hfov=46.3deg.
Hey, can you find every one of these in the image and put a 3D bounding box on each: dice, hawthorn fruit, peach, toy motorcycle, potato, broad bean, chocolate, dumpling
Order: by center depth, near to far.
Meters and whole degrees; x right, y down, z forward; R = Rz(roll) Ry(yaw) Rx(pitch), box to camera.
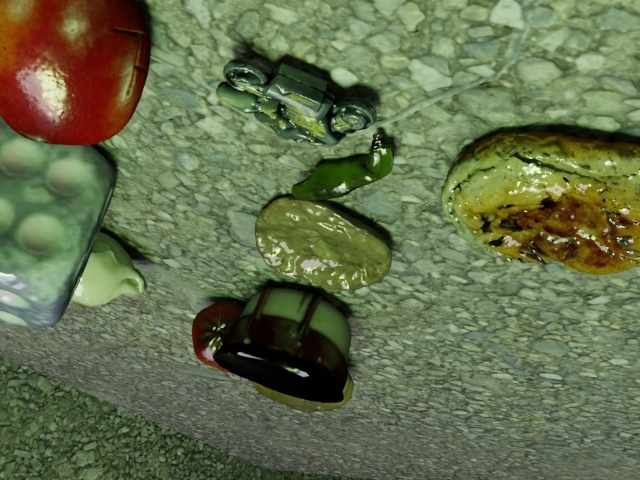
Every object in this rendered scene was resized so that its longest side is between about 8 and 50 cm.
[{"bbox_3d":[-0.288,-0.226,0.855,0.196,0.226,0.190,-7,-153,-35],"label":"peach"},{"bbox_3d":[-0.033,-0.161,0.917,0.193,0.061,0.124,17,157,-8],"label":"toy motorcycle"},{"bbox_3d":[0.038,-0.092,1.029,0.061,0.046,0.195,40,142,-19],"label":"broad bean"},{"bbox_3d":[-0.498,-0.031,1.193,0.270,0.270,0.271,22,153,-13],"label":"dice"},{"bbox_3d":[-0.467,0.045,1.499,0.258,0.147,0.193,23,-175,-26],"label":"dumpling"},{"bbox_3d":[-0.060,0.197,1.505,0.284,0.186,0.283,15,160,6],"label":"chocolate"},{"bbox_3d":[-0.198,0.222,1.672,0.157,0.157,0.194,7,159,18],"label":"hawthorn fruit"},{"bbox_3d":[-0.053,0.346,1.854,0.296,0.141,0.191,0,148,34],"label":"potato"}]

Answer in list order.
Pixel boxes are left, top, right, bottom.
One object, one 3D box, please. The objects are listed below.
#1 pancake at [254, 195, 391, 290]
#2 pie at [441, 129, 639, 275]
[{"bbox_3d":[0.000,0.000,1.239,0.242,0.050,0.242,12,145,8],"label":"pancake"},{"bbox_3d":[0.292,-0.040,0.948,0.308,0.085,0.308,13,155,6],"label":"pie"}]
